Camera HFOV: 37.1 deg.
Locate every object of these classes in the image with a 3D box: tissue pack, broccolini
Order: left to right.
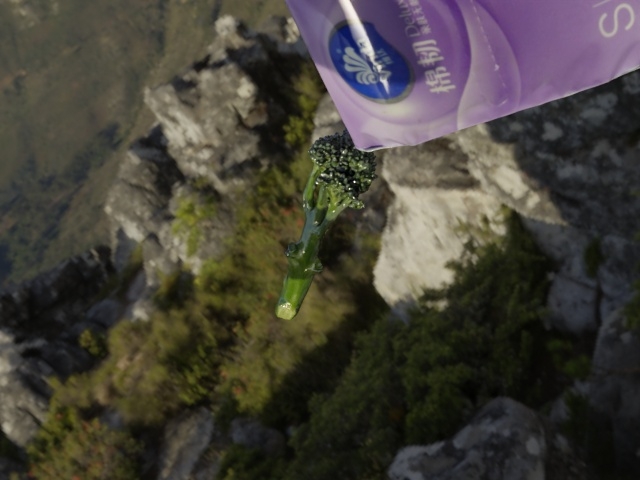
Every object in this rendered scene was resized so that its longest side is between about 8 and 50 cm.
[{"bbox_3d":[0.002,-0.001,0.820,0.058,0.216,0.067,20,42,4],"label":"broccolini"},{"bbox_3d":[0.069,-0.253,0.638,0.242,0.338,0.160,-19,30,19],"label":"tissue pack"}]
